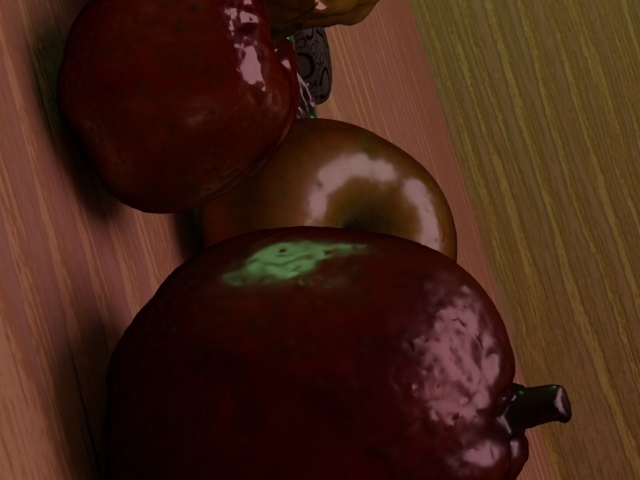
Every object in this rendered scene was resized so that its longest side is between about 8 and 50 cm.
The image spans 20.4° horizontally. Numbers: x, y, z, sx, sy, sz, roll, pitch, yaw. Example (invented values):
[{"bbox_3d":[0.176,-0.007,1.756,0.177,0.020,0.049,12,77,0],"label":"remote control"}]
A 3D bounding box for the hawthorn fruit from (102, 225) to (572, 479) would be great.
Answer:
[{"bbox_3d":[0.011,0.113,1.181,0.265,0.307,0.265,-11,90,-74],"label":"hawthorn fruit"}]

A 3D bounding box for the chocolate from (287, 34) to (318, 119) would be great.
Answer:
[{"bbox_3d":[-0.059,-0.139,1.731,0.148,0.093,0.214,21,52,-77],"label":"chocolate"}]

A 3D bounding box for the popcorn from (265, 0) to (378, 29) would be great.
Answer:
[{"bbox_3d":[-0.057,-0.347,1.467,0.354,0.344,0.390,40,-17,20],"label":"popcorn"}]

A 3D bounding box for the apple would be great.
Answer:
[{"bbox_3d":[0.000,0.000,1.557,0.235,0.173,0.210,43,65,-18],"label":"apple"}]

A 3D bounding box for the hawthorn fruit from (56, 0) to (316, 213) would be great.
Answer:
[{"bbox_3d":[-0.089,-0.121,1.307,0.179,0.200,0.179,-21,90,-83],"label":"hawthorn fruit"}]

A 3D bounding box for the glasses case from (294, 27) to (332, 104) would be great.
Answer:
[{"bbox_3d":[-0.069,-0.293,1.919,0.137,0.085,0.354,-95,163,-48],"label":"glasses case"}]
